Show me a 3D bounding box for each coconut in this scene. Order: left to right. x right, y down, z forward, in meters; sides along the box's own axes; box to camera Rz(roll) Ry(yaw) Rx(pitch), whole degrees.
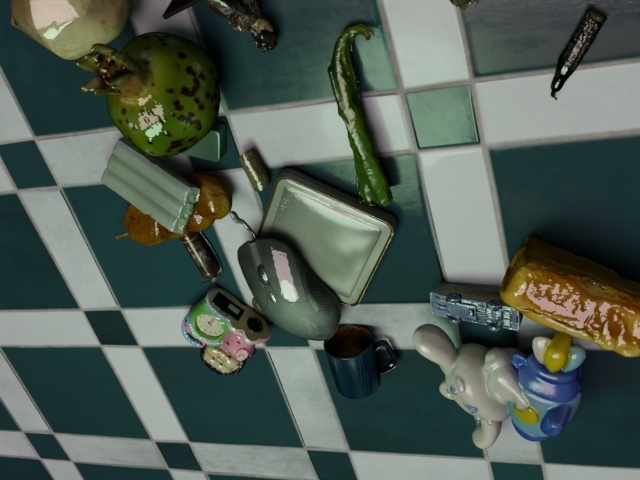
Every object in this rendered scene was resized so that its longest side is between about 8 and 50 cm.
[{"bbox_3d":[-0.464,-0.439,1.458,0.224,0.224,0.224,11,128,14],"label":"coconut"}]

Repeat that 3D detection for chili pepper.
[{"bbox_3d":[0.075,-0.221,1.495,0.085,0.076,0.359,21,136,40],"label":"chili pepper"}]

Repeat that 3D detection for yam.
[{"bbox_3d":[-0.136,-0.146,1.649,0.043,0.043,0.094,-14,118,30],"label":"yam"}]

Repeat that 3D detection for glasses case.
[{"bbox_3d":[-0.285,-0.220,1.652,0.184,0.039,0.078,15,129,11],"label":"glasses case"}]

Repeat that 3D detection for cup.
[{"bbox_3d":[0.092,0.282,1.835,0.150,0.113,0.138,4,129,26],"label":"cup"}]

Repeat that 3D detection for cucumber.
[{"bbox_3d":[0.413,-0.302,1.320,0.039,0.043,0.163,52,136,29],"label":"cucumber"}]

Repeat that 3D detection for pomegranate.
[{"bbox_3d":[-0.316,-0.260,1.474,0.230,0.286,0.231,13,115,30],"label":"pomegranate"}]

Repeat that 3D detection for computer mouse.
[{"bbox_3d":[-0.095,0.092,1.733,0.167,0.090,0.379,-19,118,36],"label":"computer mouse"}]

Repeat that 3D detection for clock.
[{"bbox_3d":[-0.241,0.227,1.939,0.194,0.100,0.195,37,127,-3],"label":"clock"}]

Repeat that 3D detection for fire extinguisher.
[{"bbox_3d":[-0.273,0.036,1.840,0.064,0.043,0.158,-32,118,-9],"label":"fire extinguisher"}]

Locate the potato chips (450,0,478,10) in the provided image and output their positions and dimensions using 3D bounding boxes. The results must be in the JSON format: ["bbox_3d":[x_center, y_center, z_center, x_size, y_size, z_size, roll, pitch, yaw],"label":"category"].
[{"bbox_3d":[0.261,-0.472,1.258,0.202,0.029,0.220,41,126,-11],"label":"potato chips"}]

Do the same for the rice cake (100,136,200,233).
[{"bbox_3d":[-0.364,-0.116,1.700,0.237,0.043,0.127,36,114,22],"label":"rice cake"}]

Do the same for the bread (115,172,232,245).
[{"bbox_3d":[-0.331,-0.059,1.764,0.344,0.084,0.124,-19,87,33],"label":"bread"}]

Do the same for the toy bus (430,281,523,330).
[{"bbox_3d":[0.321,0.134,1.640,0.190,0.075,0.064,7,118,29],"label":"toy bus"}]

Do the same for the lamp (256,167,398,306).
[{"bbox_3d":[0.000,0.000,1.702,0.269,0.047,0.266,25,130,2],"label":"lamp"}]

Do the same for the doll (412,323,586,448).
[{"bbox_3d":[0.408,0.318,1.689,0.365,0.187,0.376,-9,146,37],"label":"doll"}]

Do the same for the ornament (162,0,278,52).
[{"bbox_3d":[-0.132,-0.407,1.399,0.153,0.166,0.196,-2,147,48],"label":"ornament"}]

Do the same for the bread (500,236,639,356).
[{"bbox_3d":[0.495,0.109,1.516,0.294,0.167,0.132,24,107,5],"label":"bread"}]

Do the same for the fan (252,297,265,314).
[{"bbox_3d":[-0.047,0.183,1.884,0.226,0.008,0.152,41,129,-9],"label":"fan"}]
